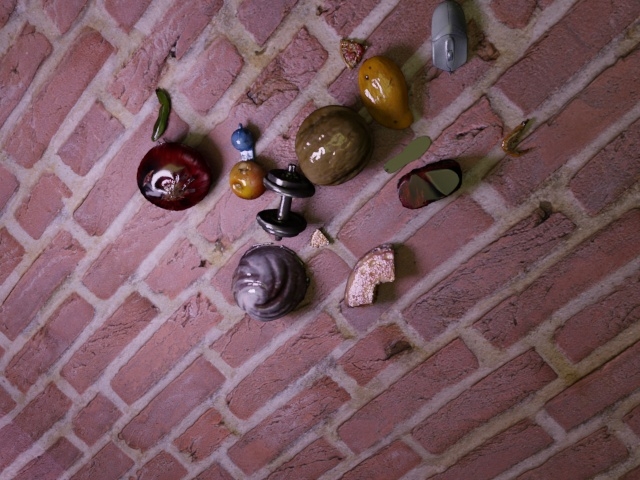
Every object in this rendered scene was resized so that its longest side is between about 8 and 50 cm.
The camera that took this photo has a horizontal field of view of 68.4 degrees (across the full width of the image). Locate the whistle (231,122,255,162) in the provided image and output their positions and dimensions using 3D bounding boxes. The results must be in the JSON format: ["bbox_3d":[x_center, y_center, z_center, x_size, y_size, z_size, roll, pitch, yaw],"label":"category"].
[{"bbox_3d":[-0.281,-0.349,1.716,0.090,0.090,0.158,-4,103,13],"label":"whistle"}]

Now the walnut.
[{"bbox_3d":[0.042,-0.319,1.583,0.282,0.227,0.283,3,116,5],"label":"walnut"}]

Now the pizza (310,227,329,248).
[{"bbox_3d":[0.000,0.000,1.782,0.078,0.025,0.083,26,110,8],"label":"pizza"}]

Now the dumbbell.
[{"bbox_3d":[-0.125,-0.132,1.677,0.191,0.192,0.290,16,113,7],"label":"dumbbell"}]

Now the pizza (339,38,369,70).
[{"bbox_3d":[0.099,-0.643,1.587,0.099,0.029,0.100,43,108,-1],"label":"pizza"}]

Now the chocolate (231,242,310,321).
[{"bbox_3d":[-0.213,0.176,1.778,0.302,0.213,0.304,4,107,12],"label":"chocolate"}]

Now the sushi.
[{"bbox_3d":[0.374,-0.194,1.607,0.224,0.126,0.137,-20,102,22],"label":"sushi"}]

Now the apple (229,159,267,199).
[{"bbox_3d":[-0.265,-0.215,1.716,0.146,0.146,0.147,3,105,11],"label":"apple"}]

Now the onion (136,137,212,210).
[{"bbox_3d":[-0.541,-0.252,1.752,0.272,0.285,0.273,-9,136,-9],"label":"onion"}]

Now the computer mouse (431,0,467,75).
[{"bbox_3d":[0.409,-0.648,1.502,0.112,0.068,0.229,-4,104,14],"label":"computer mouse"}]

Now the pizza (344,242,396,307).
[{"bbox_3d":[0.188,0.141,1.751,0.161,0.085,0.306,42,108,21],"label":"pizza"}]

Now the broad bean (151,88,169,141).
[{"bbox_3d":[-0.599,-0.467,1.769,0.061,0.046,0.196,12,102,20],"label":"broad bean"}]

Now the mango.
[{"bbox_3d":[0.218,-0.485,1.564,0.157,0.109,0.262,-28,100,13],"label":"mango"}]

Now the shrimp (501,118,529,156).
[{"bbox_3d":[0.661,-0.338,1.556,0.090,0.025,0.127,30,113,2],"label":"shrimp"}]

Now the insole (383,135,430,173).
[{"bbox_3d":[0.304,-0.299,1.651,0.188,0.004,0.064,-34,96,18],"label":"insole"}]
